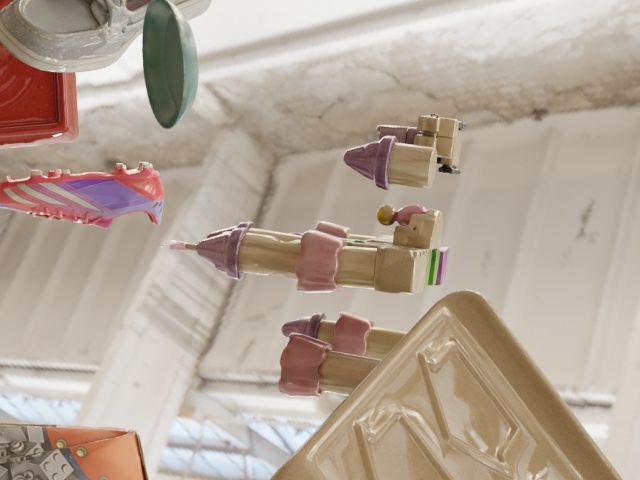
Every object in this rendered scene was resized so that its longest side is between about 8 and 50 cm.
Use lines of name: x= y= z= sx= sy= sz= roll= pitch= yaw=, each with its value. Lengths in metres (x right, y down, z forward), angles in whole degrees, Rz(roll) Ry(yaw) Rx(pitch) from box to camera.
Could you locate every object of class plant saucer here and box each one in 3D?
plant saucer: x=-0.134 y=-0.160 z=0.969 sx=0.119 sy=0.021 sz=0.119 roll=27 pitch=-60 yaw=60
plant saucer: x=-0.438 y=-0.238 z=1.394 sx=0.047 sy=0.258 sz=0.259 roll=31 pitch=-56 yaw=55

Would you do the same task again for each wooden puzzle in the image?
wooden puzzle: x=0.129 y=0.251 z=0.949 sx=0.080 sy=0.322 sz=0.348 roll=-37 pitch=-179 yaw=43

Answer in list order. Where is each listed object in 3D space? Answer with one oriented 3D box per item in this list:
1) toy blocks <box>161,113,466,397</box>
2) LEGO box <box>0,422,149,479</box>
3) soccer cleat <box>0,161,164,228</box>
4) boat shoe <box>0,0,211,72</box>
toy blocks: x=0.000 y=0.000 z=1.190 sx=0.260 sy=0.288 sz=0.309 roll=8 pitch=-86 yaw=14
LEGO box: x=-0.388 y=0.327 z=0.776 sx=0.500 sy=0.372 sz=0.193 roll=-48 pitch=-134 yaw=38
soccer cleat: x=-0.343 y=-0.056 z=1.511 sx=0.083 sy=0.248 sz=0.095 roll=-161 pitch=-115 yaw=-74
boat shoe: x=-0.220 y=-0.276 z=1.170 sx=0.320 sy=0.118 sz=0.103 roll=-34 pitch=161 yaw=-46
